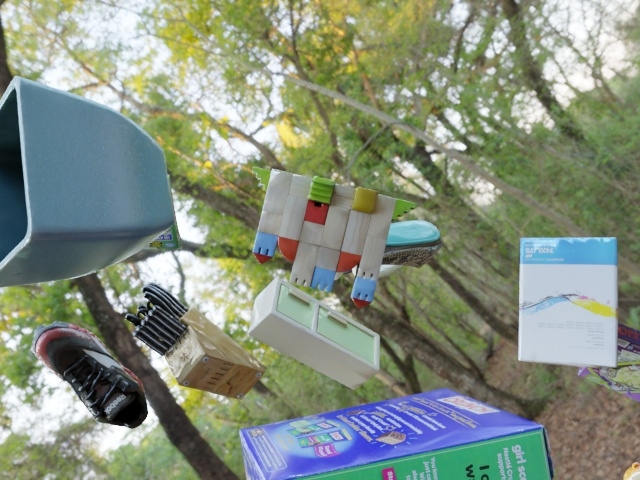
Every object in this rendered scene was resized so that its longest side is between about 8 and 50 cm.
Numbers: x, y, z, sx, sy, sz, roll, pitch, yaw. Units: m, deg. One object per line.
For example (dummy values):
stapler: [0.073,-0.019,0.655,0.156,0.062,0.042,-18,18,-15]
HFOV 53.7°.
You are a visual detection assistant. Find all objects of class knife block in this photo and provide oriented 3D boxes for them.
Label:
knife block: [-0.271,0.204,1.342,0.088,0.242,0.275,-49,-41,10]

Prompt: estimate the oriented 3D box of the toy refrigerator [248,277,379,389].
toy refrigerator: [-0.005,0.192,1.299,0.094,0.269,0.102,-46,23,34]

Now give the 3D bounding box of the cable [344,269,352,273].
cable: [0.074,0.030,1.895,0.184,0.150,0.047,-35,-20,-38]

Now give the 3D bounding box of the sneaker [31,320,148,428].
sneaker: [-0.410,0.254,1.160,0.097,0.135,0.276,-43,-55,-14]

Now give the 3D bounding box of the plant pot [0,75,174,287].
plant pot: [-0.383,-0.074,1.010,0.252,0.248,0.247,2,-21,-42]

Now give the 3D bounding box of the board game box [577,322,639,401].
board game box: [0.826,0.331,1.504,0.208,0.346,0.056,101,-164,-47]

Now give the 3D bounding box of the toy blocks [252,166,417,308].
toy blocks: [0.000,0.000,1.450,0.191,0.381,0.261,156,128,-88]

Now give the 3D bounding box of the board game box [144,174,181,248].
board game box: [-0.527,-0.068,1.589,0.046,0.317,0.214,-93,3,-46]

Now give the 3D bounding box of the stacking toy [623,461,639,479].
stacking toy: [0.720,0.408,1.205,0.301,0.175,0.166,-21,3,-1]

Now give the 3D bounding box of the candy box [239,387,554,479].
candy box: [0.076,0.283,0.776,0.317,0.122,0.268,-8,-3,-13]

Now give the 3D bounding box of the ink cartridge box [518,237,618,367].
ink cartridge box: [0.552,0.143,1.409,0.198,0.197,0.270,27,-115,-65]

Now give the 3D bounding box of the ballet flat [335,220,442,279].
ballet flat: [0.111,0.030,1.715,0.482,0.164,0.182,3,-52,-29]
